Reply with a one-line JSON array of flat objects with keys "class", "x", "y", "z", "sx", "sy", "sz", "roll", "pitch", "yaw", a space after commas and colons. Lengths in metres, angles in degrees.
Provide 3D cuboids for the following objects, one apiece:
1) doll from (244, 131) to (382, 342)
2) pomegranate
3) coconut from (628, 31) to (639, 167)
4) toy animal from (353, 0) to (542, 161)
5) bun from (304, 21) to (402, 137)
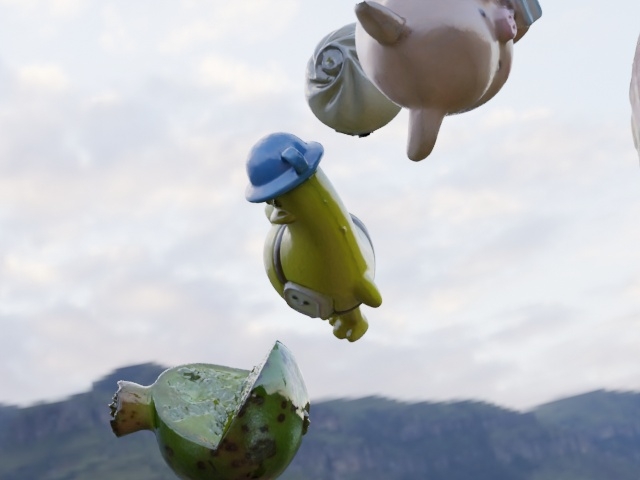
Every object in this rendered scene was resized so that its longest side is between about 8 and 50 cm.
[{"class": "doll", "x": 0.000, "y": 0.000, "z": 1.743, "sx": 0.145, "sy": 0.199, "sz": 0.363, "roll": -46, "pitch": -30, "yaw": -19}, {"class": "pomegranate", "x": -0.090, "y": 0.162, "z": 1.226, "sx": 0.169, "sy": 0.122, "sz": 0.143, "roll": -17, "pitch": 26, "yaw": 3}, {"class": "coconut", "x": 0.318, "y": -0.089, "z": 0.890, "sx": 0.259, "sy": 0.259, "sz": 0.259, "roll": -12, "pitch": -18, "yaw": -4}, {"class": "toy animal", "x": 0.147, "y": -0.238, "z": 1.629, "sx": 0.212, "sy": 0.195, "sz": 0.256, "roll": -22, "pitch": 19, "yaw": 4}, {"class": "bun", "x": 0.046, "y": -0.244, "z": 2.077, "sx": 0.172, "sy": 0.173, "sz": 0.120, "roll": -24, "pitch": -32, "yaw": 31}]
